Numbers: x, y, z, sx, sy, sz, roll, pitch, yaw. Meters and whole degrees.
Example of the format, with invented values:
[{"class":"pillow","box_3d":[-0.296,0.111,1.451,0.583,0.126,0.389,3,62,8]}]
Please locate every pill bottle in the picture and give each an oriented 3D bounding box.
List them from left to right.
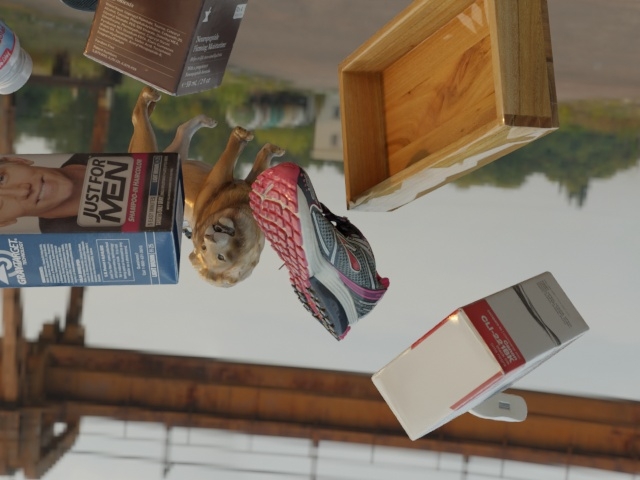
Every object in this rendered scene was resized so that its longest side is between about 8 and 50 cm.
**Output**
[{"class":"pill bottle","box_3d":[-0.442,-0.255,1.487,0.087,0.087,0.160,8,160,30]}]

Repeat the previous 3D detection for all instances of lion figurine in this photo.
[{"class":"lion figurine","box_3d":[-0.211,-0.087,1.892,0.392,0.240,0.142,27,-179,42]}]

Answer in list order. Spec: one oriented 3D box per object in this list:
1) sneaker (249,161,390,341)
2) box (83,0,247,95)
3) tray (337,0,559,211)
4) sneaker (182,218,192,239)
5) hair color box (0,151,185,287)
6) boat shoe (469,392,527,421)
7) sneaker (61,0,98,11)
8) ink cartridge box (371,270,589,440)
[{"class":"sneaker","box_3d":[0.000,0.000,1.514,0.112,0.299,0.121,-39,-130,-12]},{"class":"box","box_3d":[-0.225,-0.347,1.763,0.167,0.203,0.168,26,-160,13]},{"class":"tray","box_3d":[0.136,-0.175,1.381,0.076,0.203,0.411,1,169,-22]},{"class":"sneaker","box_3d":[-0.308,-0.093,2.616,0.078,0.106,0.234,-9,144,22]},{"class":"hair color box","box_3d":[-0.367,-0.030,1.605,0.347,0.105,0.174,-2,-138,-2]},{"class":"boat shoe","box_3d":[0.302,0.297,2.141,0.184,0.066,0.063,13,159,-41]},{"class":"sneaker","box_3d":[-0.382,-0.470,2.090,0.295,0.124,0.178,9,-145,-50]},{"class":"ink cartridge box","box_3d":[0.237,0.162,1.692,0.273,0.114,0.197,-17,159,-51]}]
